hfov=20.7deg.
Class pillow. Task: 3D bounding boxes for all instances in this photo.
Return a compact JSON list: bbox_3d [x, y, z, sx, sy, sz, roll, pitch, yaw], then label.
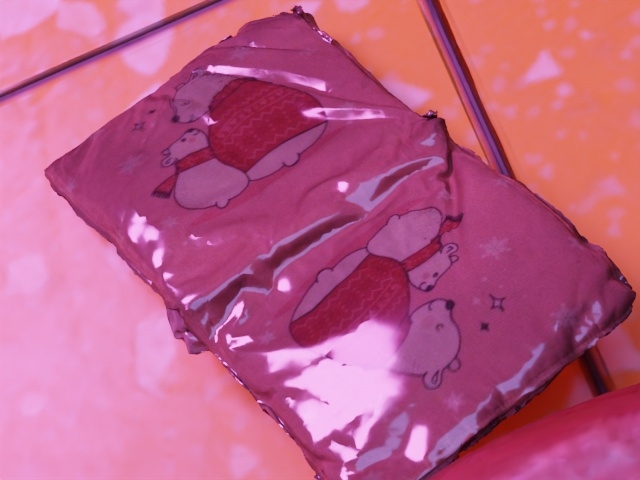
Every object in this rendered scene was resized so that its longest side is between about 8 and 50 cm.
[{"bbox_3d":[0.000,0.000,0.680,0.135,0.049,0.248,-41,50,-8],"label":"pillow"}]

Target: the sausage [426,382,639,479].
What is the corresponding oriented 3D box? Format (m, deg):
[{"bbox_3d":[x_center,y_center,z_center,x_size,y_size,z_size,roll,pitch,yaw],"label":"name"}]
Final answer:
[{"bbox_3d":[0.116,0.113,0.545,0.254,0.148,0.148,-20,60,4],"label":"sausage"}]
